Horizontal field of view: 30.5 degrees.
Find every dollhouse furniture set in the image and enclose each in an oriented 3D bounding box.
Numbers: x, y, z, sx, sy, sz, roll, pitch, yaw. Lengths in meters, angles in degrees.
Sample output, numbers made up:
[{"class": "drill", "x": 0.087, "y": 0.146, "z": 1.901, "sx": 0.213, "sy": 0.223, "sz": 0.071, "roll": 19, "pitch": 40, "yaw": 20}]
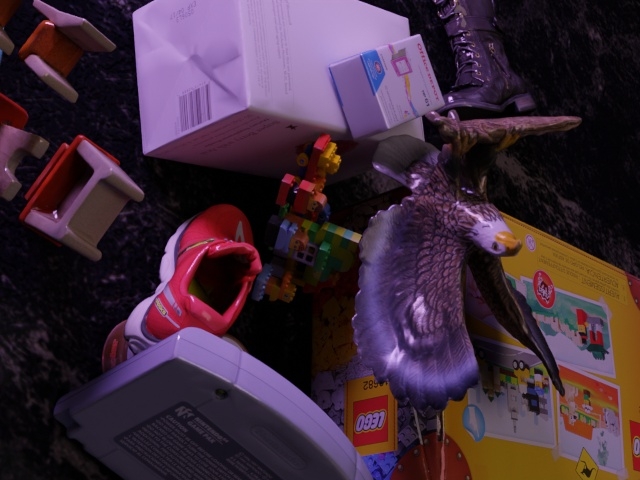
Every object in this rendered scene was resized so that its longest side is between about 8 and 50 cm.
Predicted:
[{"class": "dollhouse furniture set", "x": -0.292, "y": -0.087, "z": 1.027, "sx": 0.262, "sy": 0.135, "sz": 0.259, "roll": -55, "pitch": 136, "yaw": -4}]

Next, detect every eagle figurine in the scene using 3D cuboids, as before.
[{"class": "eagle figurine", "x": 0.155, "y": 0.016, "z": 1.239, "sx": 0.225, "sy": 0.226, "sz": 0.298, "roll": -42, "pitch": 135, "yaw": -74}]

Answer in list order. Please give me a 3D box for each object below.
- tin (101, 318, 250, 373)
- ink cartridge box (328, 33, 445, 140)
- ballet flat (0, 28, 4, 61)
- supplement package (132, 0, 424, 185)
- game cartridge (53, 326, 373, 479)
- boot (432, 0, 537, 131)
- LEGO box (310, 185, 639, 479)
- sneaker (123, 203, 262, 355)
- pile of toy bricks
[{"class": "tin", "x": -0.142, "y": 0.138, "z": 1.227, "sx": 0.190, "sy": 0.040, "sz": 0.106, "roll": 20, "pitch": 58, "yaw": -43}, {"class": "ink cartridge box", "x": 0.075, "y": -0.171, "z": 1.297, "sx": 0.122, "sy": 0.052, "sz": 0.088, "roll": -28, "pitch": 100, "yaw": -50}, {"class": "ballet flat", "x": -0.352, "y": -0.264, "z": 1.108, "sx": 0.096, "sy": 0.095, "sz": 0.280, "roll": 15, "pitch": 54, "yaw": -34}, {"class": "supplement package", "x": -0.043, "y": -0.180, "z": 1.346, "sx": 0.293, "sy": 0.177, "sz": 0.175, "roll": 7, "pitch": 71, "yaw": -46}, {"class": "game cartridge", "x": -0.087, "y": 0.205, "z": 1.137, "sx": 0.294, "sy": 0.196, "sz": 0.060, "roll": 45, "pitch": 35, "yaw": -29}, {"class": "boot", "x": 0.214, "y": -0.281, "z": 1.758, "sx": 0.263, "sy": 0.091, "sz": 0.229, "roll": -13, "pitch": 80, "yaw": -54}, {"class": "LEGO box", "x": 0.227, "y": 0.184, "z": 1.499, "sx": 0.500, "sy": 0.193, "sz": 0.372, "roll": 22, "pitch": 60, "yaw": -41}, {"class": "sneaker", "x": -0.102, "y": 0.037, "z": 1.210, "sx": 0.107, "sy": 0.118, "sz": 0.279, "roll": 42, "pitch": 28, "yaw": -15}, {"class": "pile of toy bricks", "x": 0.000, "y": 0.000, "z": 1.287, "sx": 0.105, "sy": 0.212, "sz": 0.118, "roll": 21, "pitch": 39, "yaw": 5}]
